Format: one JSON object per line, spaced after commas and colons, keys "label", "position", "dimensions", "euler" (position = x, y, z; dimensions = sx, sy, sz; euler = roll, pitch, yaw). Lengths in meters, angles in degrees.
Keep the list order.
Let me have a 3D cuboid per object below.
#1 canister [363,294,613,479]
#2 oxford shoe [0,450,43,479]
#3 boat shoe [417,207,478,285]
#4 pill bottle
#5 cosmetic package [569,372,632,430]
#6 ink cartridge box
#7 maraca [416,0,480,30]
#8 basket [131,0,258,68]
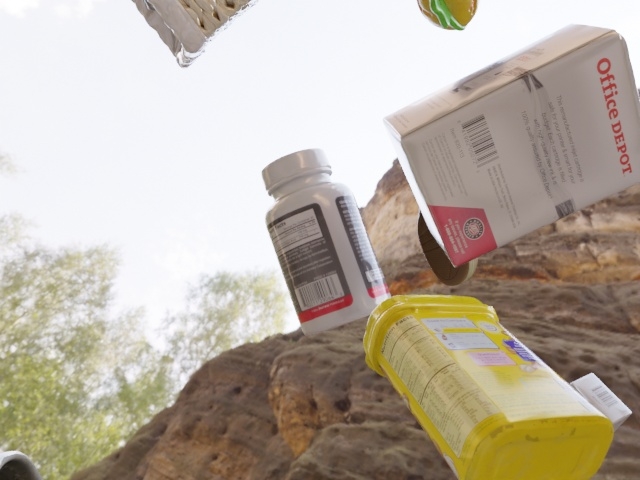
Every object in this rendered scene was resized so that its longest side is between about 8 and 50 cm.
{"label": "canister", "position": [0.123, 0.114, 0.459], "dimensions": [0.126, 0.170, 0.073], "euler": [4, -69, -21]}
{"label": "oxford shoe", "position": [-0.030, 0.253, 0.223], "dimensions": [0.449, 0.130, 0.169], "euler": [41, -19, 4]}
{"label": "boat shoe", "position": [0.221, -0.062, 0.980], "dimensions": [0.089, 0.285, 0.104], "euler": [7, -23, -36]}
{"label": "pill bottle", "position": [0.000, 0.000, 1.073], "dimensions": [0.176, 0.176, 0.318], "euler": [-23, -98, 26]}
{"label": "cosmetic package", "position": [0.578, 0.420, 1.311], "dimensions": [0.117, 0.085, 0.231], "euler": [52, -39, 38]}
{"label": "ink cartridge box", "position": [0.256, -0.124, 0.765], "dimensions": [0.283, 0.117, 0.207], "euler": [-26, -65, 5]}
{"label": "maraca", "position": [0.198, -0.393, 0.922], "dimensions": [0.099, 0.185, 0.127], "euler": [-22, -80, 34]}
{"label": "basket", "position": [-0.216, -0.489, 0.913], "dimensions": [0.266, 0.331, 0.328], "euler": [-39, -70, -5]}
